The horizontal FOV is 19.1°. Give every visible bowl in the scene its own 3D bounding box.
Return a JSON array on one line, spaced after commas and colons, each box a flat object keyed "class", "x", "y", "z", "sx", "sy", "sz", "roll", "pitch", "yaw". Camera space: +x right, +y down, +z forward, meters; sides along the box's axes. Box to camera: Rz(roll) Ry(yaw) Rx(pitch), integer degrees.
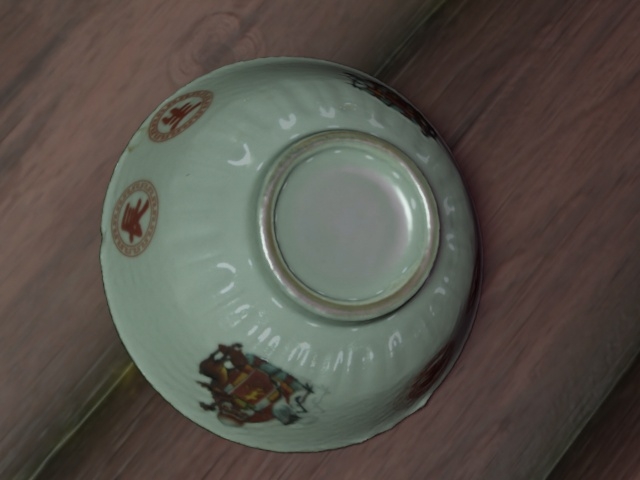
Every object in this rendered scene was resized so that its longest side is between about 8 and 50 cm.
[{"class": "bowl", "x": 0.000, "y": 0.000, "z": 1.525, "sx": 0.337, "sy": 0.157, "sz": 0.337, "roll": 2, "pitch": 81, "yaw": -16}]
